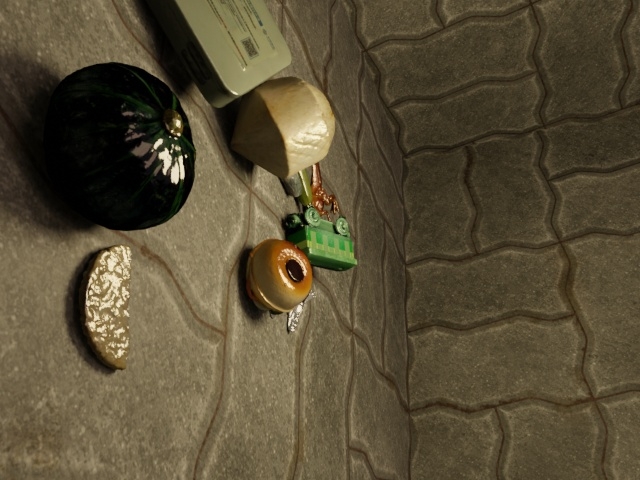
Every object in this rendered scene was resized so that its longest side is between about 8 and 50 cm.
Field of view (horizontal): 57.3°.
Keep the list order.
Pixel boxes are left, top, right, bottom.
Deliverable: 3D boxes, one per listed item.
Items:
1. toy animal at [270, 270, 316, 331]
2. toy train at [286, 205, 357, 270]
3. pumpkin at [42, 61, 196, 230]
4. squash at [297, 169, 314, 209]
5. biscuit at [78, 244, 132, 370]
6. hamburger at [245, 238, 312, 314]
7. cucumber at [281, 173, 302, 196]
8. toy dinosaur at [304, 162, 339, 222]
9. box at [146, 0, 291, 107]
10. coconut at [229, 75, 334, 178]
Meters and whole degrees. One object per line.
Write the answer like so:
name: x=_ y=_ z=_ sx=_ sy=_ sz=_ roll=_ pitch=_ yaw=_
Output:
toy animal: x=-0.095 y=0.166 z=1.917 sx=0.255 sy=0.176 sz=0.239 roll=-35 pitch=115 yaw=-31
toy train: x=0.000 y=0.000 z=2.096 sx=0.301 sy=0.120 sz=0.202 roll=15 pitch=63 yaw=-46
pumpkin: x=-0.357 y=-0.178 z=1.098 sx=0.315 sy=0.238 sz=0.315 roll=42 pitch=42 yaw=-53
squash: x=-0.079 y=-0.223 z=2.160 sx=0.066 sy=0.066 sz=0.252 roll=-55 pitch=130 yaw=-64
biscuit: x=-0.408 y=0.116 z=1.111 sx=0.133 sy=0.032 sz=0.250 roll=35 pitch=49 yaw=-65
hamburger: x=-0.123 y=0.101 z=1.728 sx=0.237 sy=0.147 sz=0.237 roll=28 pitch=51 yaw=-41
cucumber: x=-0.103 y=-0.210 z=2.093 sx=0.064 sy=0.064 sz=0.112 roll=-78 pitch=153 yaw=-47
toy dinosaur: x=-0.011 y=-0.188 z=2.296 sx=0.208 sy=0.097 sz=0.432 roll=14 pitch=67 yaw=-62
box: x=-0.268 y=-0.595 z=1.583 sx=0.396 sy=0.111 sz=0.396 roll=61 pitch=35 yaw=-17
coconut: x=-0.130 y=-0.343 z=1.778 sx=0.329 sy=0.328 sz=0.329 roll=-10 pitch=90 yaw=-71
